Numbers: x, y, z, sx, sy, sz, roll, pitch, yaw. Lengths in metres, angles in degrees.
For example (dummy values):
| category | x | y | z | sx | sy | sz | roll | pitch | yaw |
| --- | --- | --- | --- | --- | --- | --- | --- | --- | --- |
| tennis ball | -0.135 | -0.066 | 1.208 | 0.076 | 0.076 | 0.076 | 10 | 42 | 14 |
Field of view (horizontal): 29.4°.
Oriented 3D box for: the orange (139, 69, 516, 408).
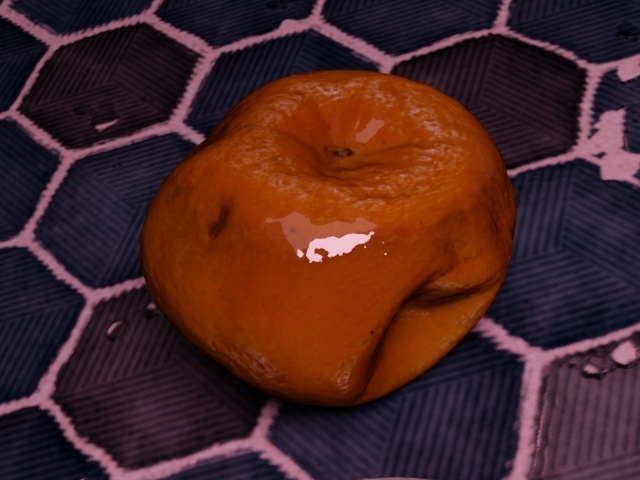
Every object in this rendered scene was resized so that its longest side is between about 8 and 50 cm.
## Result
| category | x | y | z | sx | sy | sz | roll | pitch | yaw |
| --- | --- | --- | --- | --- | --- | --- | --- | --- | --- |
| orange | 0.000 | 0.000 | 0.811 | 0.249 | 0.183 | 0.249 | 2 | 36 | -2 |

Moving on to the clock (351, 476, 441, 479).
| category | x | y | z | sx | sy | sz | roll | pitch | yaw |
| --- | --- | --- | --- | --- | --- | --- | --- | --- | --- |
| clock | 0.034 | 0.266 | 0.632 | 0.313 | 0.061 | 0.312 | -8 | 47 | 9 |
